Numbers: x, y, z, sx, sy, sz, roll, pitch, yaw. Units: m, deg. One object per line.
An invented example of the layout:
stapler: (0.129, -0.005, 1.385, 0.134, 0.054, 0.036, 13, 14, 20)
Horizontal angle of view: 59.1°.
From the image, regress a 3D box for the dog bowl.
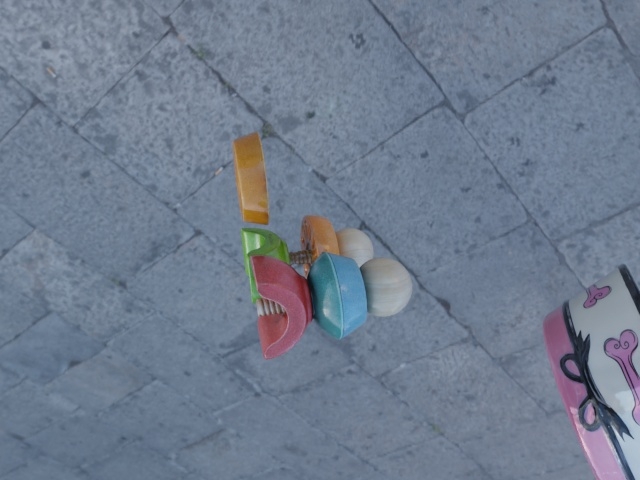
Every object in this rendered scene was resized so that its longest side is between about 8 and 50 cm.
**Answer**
dog bowl: (0.479, 0.249, 0.859, 0.150, 0.408, 0.408, -26, 121, 24)

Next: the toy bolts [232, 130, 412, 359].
toy bolts: (0.000, 0.000, 0.608, 0.159, 0.228, 0.218, -8, 121, -10)
